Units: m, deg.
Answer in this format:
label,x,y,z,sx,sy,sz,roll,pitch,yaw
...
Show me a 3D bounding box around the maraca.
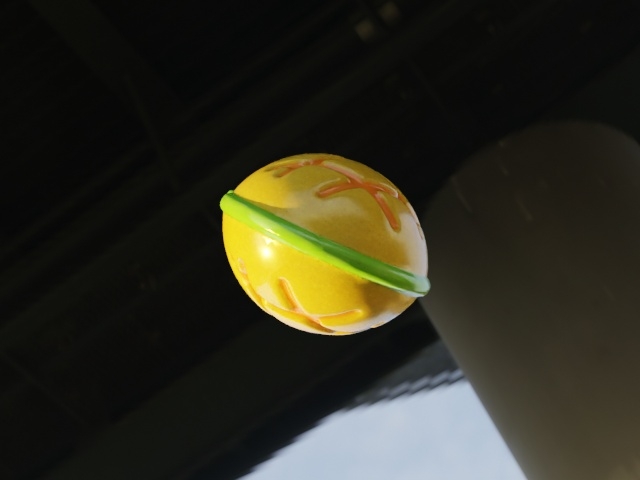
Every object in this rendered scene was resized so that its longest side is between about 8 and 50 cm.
label,x,y,z,sx,sy,sz,roll,pitch,yaw
maraca,0.000,0.000,0.947,0.127,0.185,0.099,26,-88,-10
